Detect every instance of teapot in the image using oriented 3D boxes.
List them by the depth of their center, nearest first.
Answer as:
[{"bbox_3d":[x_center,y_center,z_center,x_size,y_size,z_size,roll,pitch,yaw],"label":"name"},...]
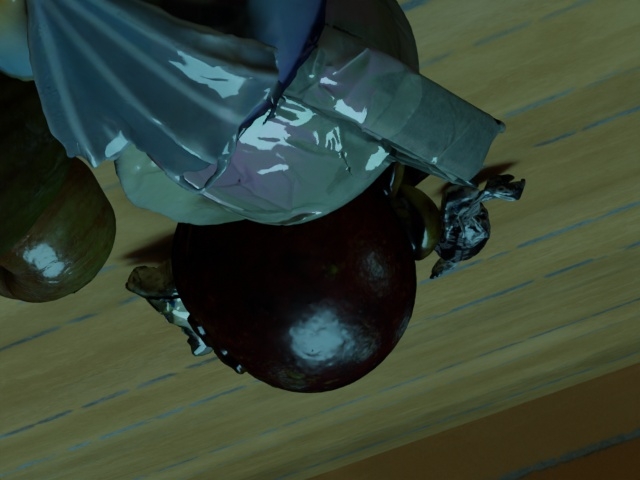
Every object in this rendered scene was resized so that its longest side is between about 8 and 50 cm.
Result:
[{"bbox_3d":[-0.033,-0.085,0.945,0.163,0.221,0.178,-46,149,13],"label":"teapot"}]

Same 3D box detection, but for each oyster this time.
[{"bbox_3d":[-0.066,0.039,1.630,0.259,0.092,0.198,-18,166,-32],"label":"oyster"}]

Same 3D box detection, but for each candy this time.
[{"bbox_3d":[0.155,-0.013,1.743,0.094,0.051,0.226,-17,164,-14],"label":"candy"}]

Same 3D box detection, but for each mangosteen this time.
[{"bbox_3d":[0.000,0.000,1.404,0.257,0.215,0.215,-48,166,-9],"label":"mangosteen"}]

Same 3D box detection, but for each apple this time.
[{"bbox_3d":[-0.216,-0.016,1.241,0.102,0.126,0.126,-57,-178,-27],"label":"apple"}]

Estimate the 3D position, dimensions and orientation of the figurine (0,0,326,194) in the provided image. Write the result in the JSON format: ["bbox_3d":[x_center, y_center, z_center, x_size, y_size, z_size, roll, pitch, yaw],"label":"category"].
[{"bbox_3d":[-0.161,-0.135,0.698,0.248,0.277,0.388,25,-171,38],"label":"figurine"}]

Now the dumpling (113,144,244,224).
[{"bbox_3d":[-0.058,-0.079,1.149,0.172,0.142,0.247,-4,144,-21],"label":"dumpling"}]

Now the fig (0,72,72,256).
[{"bbox_3d":[-0.215,-0.066,1.075,0.274,0.146,0.170,-29,172,-24],"label":"fig"}]
